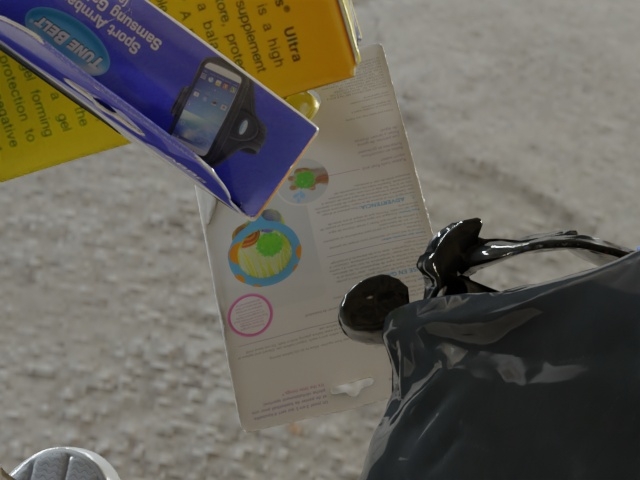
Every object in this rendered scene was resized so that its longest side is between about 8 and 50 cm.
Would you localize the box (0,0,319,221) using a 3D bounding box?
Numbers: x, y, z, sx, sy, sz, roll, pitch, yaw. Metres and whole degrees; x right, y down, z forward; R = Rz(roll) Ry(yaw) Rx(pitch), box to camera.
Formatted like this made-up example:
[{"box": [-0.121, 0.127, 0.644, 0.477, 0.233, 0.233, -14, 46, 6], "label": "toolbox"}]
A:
[{"box": [-0.050, -0.043, 0.358, 0.081, 0.028, 0.136, 36, -4, -18], "label": "box"}]

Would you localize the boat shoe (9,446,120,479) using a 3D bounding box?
[{"box": [-0.186, 0.301, 1.048, 0.121, 0.335, 0.119, 12, -2, 23], "label": "boat shoe"}]

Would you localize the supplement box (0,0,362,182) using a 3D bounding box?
[{"box": [-0.172, -0.140, 0.861, 0.356, 0.195, 0.194, -16, 10, 4], "label": "supplement box"}]

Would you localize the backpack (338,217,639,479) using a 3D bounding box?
[{"box": [0.152, 0.111, 0.388, 0.263, 0.213, 0.276, 21, -13, -23], "label": "backpack"}]

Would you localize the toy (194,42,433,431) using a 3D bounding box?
[{"box": [0.000, 0.000, 0.976, 0.137, 0.056, 0.237, -14, 66, 2], "label": "toy"}]

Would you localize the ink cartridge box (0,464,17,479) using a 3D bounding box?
[{"box": [-0.318, 0.112, 0.869, 0.332, 0.165, 0.065, 39, 2, -8], "label": "ink cartridge box"}]
